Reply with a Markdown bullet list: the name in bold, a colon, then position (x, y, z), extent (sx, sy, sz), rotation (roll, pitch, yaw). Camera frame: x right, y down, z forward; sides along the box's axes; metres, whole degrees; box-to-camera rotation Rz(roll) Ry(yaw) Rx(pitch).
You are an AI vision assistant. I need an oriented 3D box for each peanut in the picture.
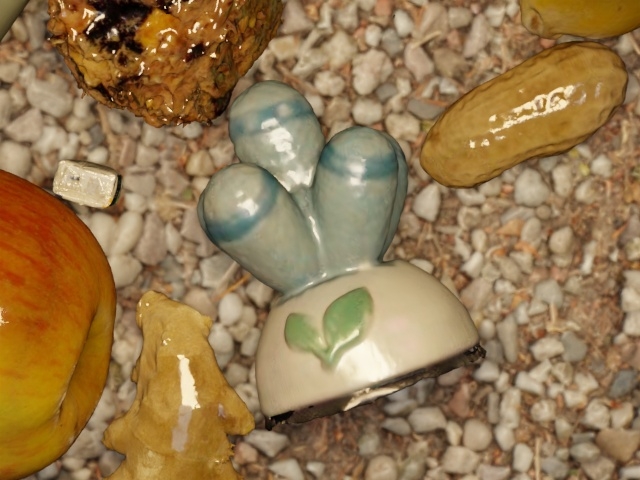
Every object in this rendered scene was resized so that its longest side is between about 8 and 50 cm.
- **peanut**: position (0.204, -0.120, 1.764), extent (0.226, 0.095, 0.108), rotation (-27, 140, 7)

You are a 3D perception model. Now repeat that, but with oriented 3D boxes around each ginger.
- **ginger**: position (-0.130, 0.269, 1.789), extent (0.363, 0.122, 0.348), rotation (31, 103, 6)

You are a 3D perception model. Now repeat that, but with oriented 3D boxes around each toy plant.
- **toy plant**: position (0.000, 0.000, 1.727), extent (0.247, 0.247, 0.332), rotation (-20, 89, 1)

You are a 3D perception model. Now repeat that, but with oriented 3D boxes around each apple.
- **apple**: position (-0.321, 0.087, 1.690), extent (0.302, 0.301, 0.301), rotation (0, 96, -1)

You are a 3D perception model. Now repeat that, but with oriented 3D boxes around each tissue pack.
- **tissue pack**: position (-0.232, -0.057, 1.772), extent (0.062, 0.083, 0.042), rotation (13, 94, -2)

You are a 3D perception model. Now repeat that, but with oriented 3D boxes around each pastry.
- **pastry**: position (-0.132, -0.231, 1.673), extent (0.193, 0.275, 0.274), rotation (8, 96, 30)

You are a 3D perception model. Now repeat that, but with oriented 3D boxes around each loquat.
- **loquat**: position (0.275, -0.274, 1.731), extent (0.195, 0.152, 0.152), rotation (-41, 95, -5)

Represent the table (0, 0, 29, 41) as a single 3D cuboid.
- **table**: position (-0.348, -0.244, 1.706), extent (0.126, 0.126, 0.220), rotation (37, 110, -4)
